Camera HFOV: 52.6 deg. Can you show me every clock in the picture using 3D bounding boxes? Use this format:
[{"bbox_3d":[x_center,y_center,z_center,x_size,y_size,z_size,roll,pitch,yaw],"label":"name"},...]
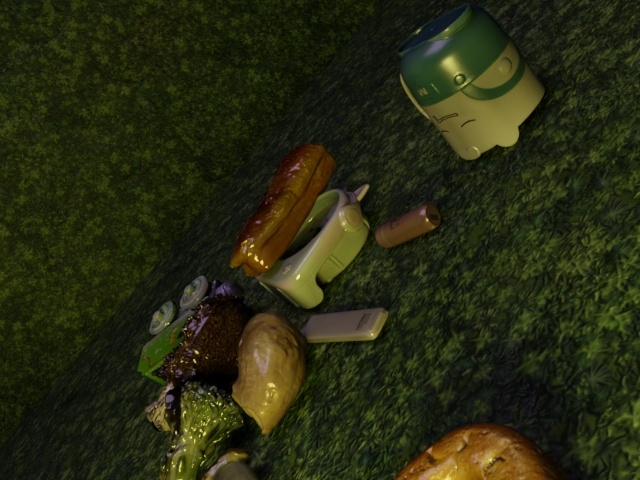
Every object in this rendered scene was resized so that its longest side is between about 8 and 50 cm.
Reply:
[{"bbox_3d":[0.000,0.000,1.508,0.324,0.109,0.265,-51,19,-11],"label":"clock"}]

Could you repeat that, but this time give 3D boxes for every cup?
[{"bbox_3d":[0.284,-0.325,1.334,0.219,0.257,0.290,-49,20,-17],"label":"cup"}]

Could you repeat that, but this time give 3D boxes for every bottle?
[{"bbox_3d":[0.173,-0.027,1.290,0.140,0.053,0.053,-27,29,45],"label":"bottle"}]

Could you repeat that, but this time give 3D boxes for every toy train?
[{"bbox_3d":[-0.313,0.242,1.622,0.307,0.173,0.248,-37,32,26],"label":"toy train"}]

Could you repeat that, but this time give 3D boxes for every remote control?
[{"bbox_3d":[0.042,0.167,1.242,0.261,0.029,0.067,-17,37,57],"label":"remote control"}]

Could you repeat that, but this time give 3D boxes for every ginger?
[{"bbox_3d":[-0.096,0.235,1.235,0.152,0.138,0.267,-35,29,41],"label":"ginger"}]

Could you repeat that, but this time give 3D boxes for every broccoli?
[{"bbox_3d":[-0.245,0.423,1.218,0.146,0.165,0.303,7,66,28],"label":"broccoli"}]

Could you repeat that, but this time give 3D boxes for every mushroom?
[{"bbox_3d":[-0.120,0.438,1.001,0.100,0.081,0.312,-50,25,2],"label":"mushroom"}]

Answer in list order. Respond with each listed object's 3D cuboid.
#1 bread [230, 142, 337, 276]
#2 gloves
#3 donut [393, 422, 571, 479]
[{"bbox_3d":[-0.105,-0.073,1.546,0.185,0.109,0.380,-18,35,52],"label":"bread"},{"bbox_3d":[-0.241,0.263,1.392,0.135,0.210,0.312,25,93,49],"label":"gloves"},{"bbox_3d":[0.161,0.295,0.650,0.227,0.114,0.226,-39,20,18],"label":"donut"}]
